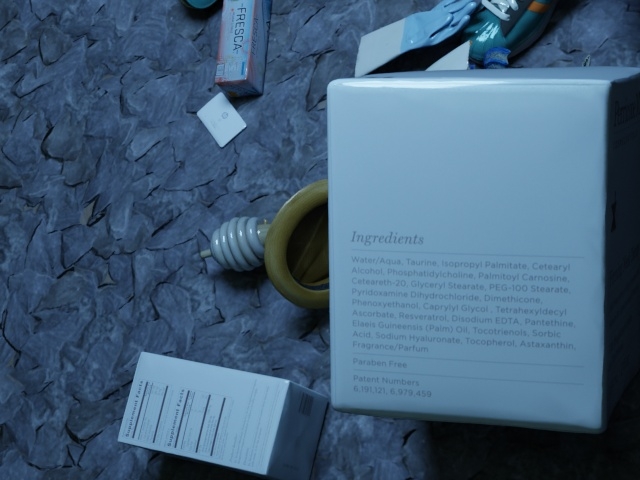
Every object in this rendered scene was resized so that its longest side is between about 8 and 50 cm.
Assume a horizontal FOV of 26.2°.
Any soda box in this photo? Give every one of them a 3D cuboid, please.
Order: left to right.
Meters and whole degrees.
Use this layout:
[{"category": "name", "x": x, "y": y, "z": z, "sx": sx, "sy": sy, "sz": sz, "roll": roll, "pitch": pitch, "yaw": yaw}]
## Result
[{"category": "soda box", "x": -0.120, "y": -0.321, "z": 2.169, "sx": 0.058, "sy": 0.063, "sz": 0.183, "roll": -2, "pitch": 72, "yaw": 24}]

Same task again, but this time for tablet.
[{"category": "tablet", "x": -0.157, "y": -0.191, "z": 2.173, "sx": 0.054, "sy": 0.006, "sz": 0.083, "roll": -40, "pitch": 61, "yaw": 7}]

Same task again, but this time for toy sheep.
[{"category": "toy sheep", "x": -0.118, "y": 0.007, "z": 2.038, "sx": 0.132, "sy": 0.091, "sz": 0.091, "roll": -21, "pitch": 65, "yaw": 17}]

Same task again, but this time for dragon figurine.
[{"category": "dragon figurine", "x": 0.257, "y": -0.208, "z": 1.877, "sx": 0.144, "sy": 0.289, "sz": 0.085, "roll": 22, "pitch": 83, "yaw": -9}]

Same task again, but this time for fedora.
[{"category": "fedora", "x": 0.000, "y": 0.000, "z": 1.971, "sx": 0.194, "sy": 0.194, "sz": 0.079, "roll": -55, "pitch": 23, "yaw": -1}]

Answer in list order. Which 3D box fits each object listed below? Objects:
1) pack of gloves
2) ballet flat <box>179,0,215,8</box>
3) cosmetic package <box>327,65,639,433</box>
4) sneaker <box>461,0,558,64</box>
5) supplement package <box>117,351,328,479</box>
[{"category": "pack of gloves", "x": 0.143, "y": -0.253, "z": 2.001, "sx": 0.232, "sy": 0.046, "sz": 0.195, "roll": -21, "pitch": 47, "yaw": 41}, {"category": "ballet flat", "x": -0.104, "y": -0.512, "z": 2.208, "sx": 0.348, "sy": 0.123, "sz": 0.123, "roll": -37, "pitch": 61, "yaw": 9}, {"category": "cosmetic package", "x": 0.210, "y": -0.007, "z": 1.663, "sx": 0.327, "sy": 0.329, "sz": 0.393, "roll": 2, "pitch": 100, "yaw": 20}, {"category": "sneaker", "x": 0.305, "y": -0.387, "z": 1.963, "sx": 0.302, "sy": 0.121, "sz": 0.108, "roll": -47, "pitch": 60, "yaw": 3}, {"category": "supplement package", "x": -0.137, "y": 0.251, "z": 1.930, "sx": 0.244, "sy": 0.139, "sz": 0.133, "roll": 8, "pitch": 77, "yaw": 26}]
